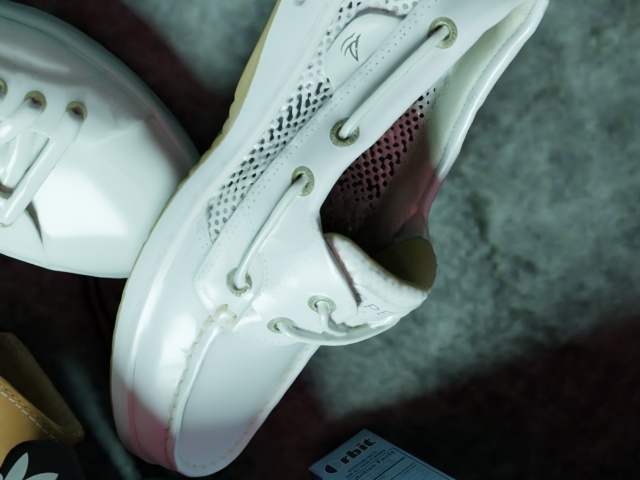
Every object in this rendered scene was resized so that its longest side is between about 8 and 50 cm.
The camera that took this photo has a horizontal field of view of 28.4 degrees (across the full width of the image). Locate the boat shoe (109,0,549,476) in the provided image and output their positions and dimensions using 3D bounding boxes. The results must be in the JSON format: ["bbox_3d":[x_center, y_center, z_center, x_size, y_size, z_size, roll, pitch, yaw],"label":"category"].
[{"bbox_3d":[0.000,0.000,0.510,0.096,0.098,0.277,39,117,28],"label":"boat shoe"}]

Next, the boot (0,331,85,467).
[{"bbox_3d":[-0.263,0.058,0.545,0.220,0.109,0.283,-40,94,4],"label":"boot"}]

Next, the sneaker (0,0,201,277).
[{"bbox_3d":[-0.173,-0.053,0.480,0.290,0.123,0.106,30,110,-18],"label":"sneaker"}]

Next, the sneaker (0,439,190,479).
[{"bbox_3d":[-0.048,0.177,0.586,0.108,0.121,0.302,-6,153,28],"label":"sneaker"}]

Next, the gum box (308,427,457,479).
[{"bbox_3d":[0.080,0.189,0.586,0.041,0.184,0.157,-31,121,-26],"label":"gum box"}]
